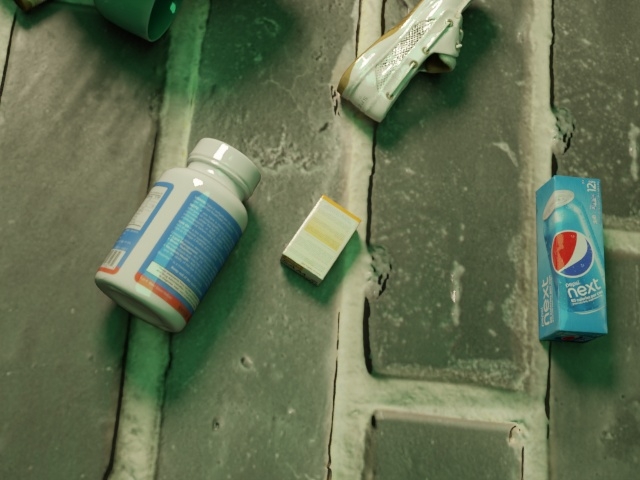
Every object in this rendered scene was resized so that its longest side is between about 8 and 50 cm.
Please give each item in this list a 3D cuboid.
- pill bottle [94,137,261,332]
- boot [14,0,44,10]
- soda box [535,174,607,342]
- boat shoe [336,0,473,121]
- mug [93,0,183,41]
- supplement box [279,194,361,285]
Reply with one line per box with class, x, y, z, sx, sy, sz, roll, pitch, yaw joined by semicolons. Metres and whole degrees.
pill bottle;-0.164;-0.010;1.199;0.124;0.124;0.221;31;72;0
boot;-0.366;-0.428;1.283;0.165;0.077;0.213;-31;111;-18
soda box;0.328;0.025;1.299;0.067;0.071;0.210;4;74;-9
boat shoe;0.148;-0.266;1.345;0.277;0.098;0.096;-44;85;-9
mug;-0.230;-0.349;1.275;0.097;0.129;0.157;26;101;3
supplement box;0.000;0.000;1.269;0.062;0.036;0.098;34;71;1
